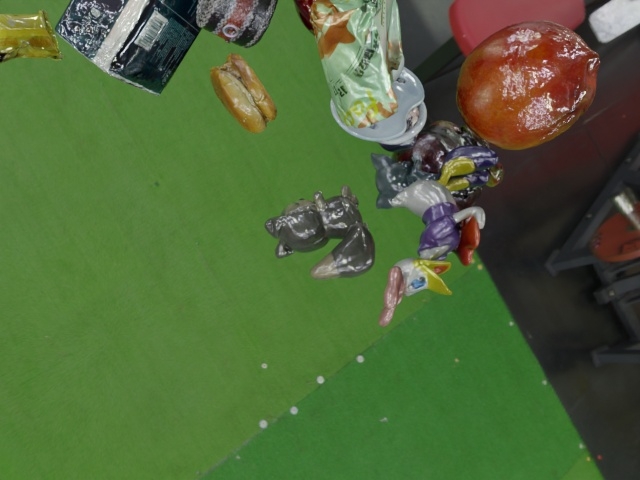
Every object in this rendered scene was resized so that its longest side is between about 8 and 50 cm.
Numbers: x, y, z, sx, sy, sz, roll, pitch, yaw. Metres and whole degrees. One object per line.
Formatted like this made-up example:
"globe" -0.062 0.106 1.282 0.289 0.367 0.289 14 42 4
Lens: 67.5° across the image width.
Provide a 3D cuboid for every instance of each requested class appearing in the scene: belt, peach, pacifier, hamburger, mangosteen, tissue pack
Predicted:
"belt" -0.065 -0.444 0.644 0.094 0.126 0.359 13 110 -45
"peach" 0.568 -0.426 1.329 0.372 0.373 0.289 -61 139 -21
"pacifier" 0.160 -0.364 1.147 0.228 0.207 0.278 26 62 10
"hamburger" -0.307 -0.572 1.908 0.170 0.289 0.314 -36 133 0
"mangosteen" 0.486 -0.271 1.890 0.422 0.381 0.380 -21 88 -20
"hamburger" 0.063 -0.295 0.748 0.125 0.214 0.235 -5 46 9
"tissue pack" -0.484 -0.660 1.340 0.253 0.264 0.416 40 102 9

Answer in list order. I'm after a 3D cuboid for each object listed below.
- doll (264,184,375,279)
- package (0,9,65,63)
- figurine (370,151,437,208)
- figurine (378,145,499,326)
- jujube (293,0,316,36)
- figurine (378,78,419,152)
"doll" -0.011 -0.020 1.768 0.383 0.378 0.252 -23 129 4
"package" -0.917 -0.624 1.467 0.226 0.090 0.168 -26 108 -46
"figurine" 0.272 -0.165 1.479 0.140 0.265 0.192 -18 119 -20
"figurine" 0.228 -0.022 0.977 0.194 0.154 0.420 14 63 11
"jujube" 0.008 -0.780 1.482 0.223 0.223 0.318 -50 117 -24
"figurine" 0.252 -0.396 1.551 0.146 0.145 0.222 8 79 -22
